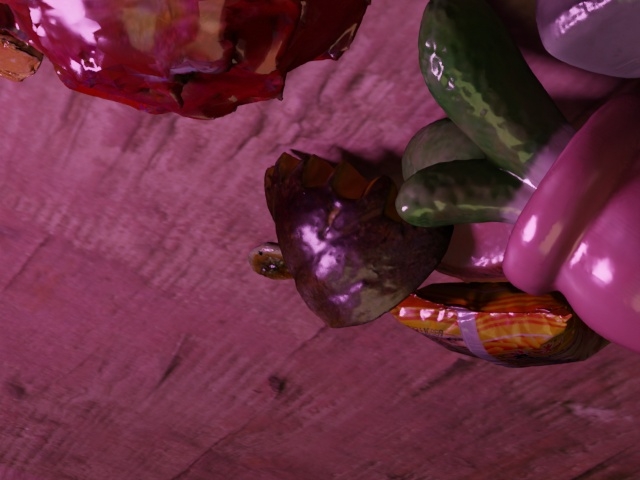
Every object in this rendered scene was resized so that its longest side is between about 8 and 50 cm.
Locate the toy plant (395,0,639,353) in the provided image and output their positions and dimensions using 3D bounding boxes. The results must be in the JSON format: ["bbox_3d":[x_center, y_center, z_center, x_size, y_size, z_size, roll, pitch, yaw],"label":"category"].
[{"bbox_3d":[0.219,-0.042,1.365,0.356,0.210,0.317,30,158,16],"label":"toy plant"}]

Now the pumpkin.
[{"bbox_3d":[0.000,0.000,1.587,0.254,0.149,0.130,7,153,47],"label":"pumpkin"}]

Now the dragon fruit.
[{"bbox_3d":[-0.124,-0.237,1.153,0.386,0.249,0.371,1,146,17],"label":"dragon fruit"}]

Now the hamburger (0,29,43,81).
[{"bbox_3d":[-0.321,-0.202,1.497,0.076,0.044,0.083,25,153,-26],"label":"hamburger"}]

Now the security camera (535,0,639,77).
[{"bbox_3d":[0.326,-0.176,1.247,0.302,0.080,0.157,16,154,-30],"label":"security camera"}]

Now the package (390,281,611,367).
[{"bbox_3d":[0.232,0.097,1.719,0.223,0.108,0.288,-2,175,31],"label":"package"}]

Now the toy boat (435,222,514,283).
[{"bbox_3d":[0.189,-0.021,1.581,0.318,0.099,0.141,-12,103,39],"label":"toy boat"}]

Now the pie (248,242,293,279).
[{"bbox_3d":[-0.055,0.029,1.852,0.084,0.021,0.084,9,152,5],"label":"pie"}]
